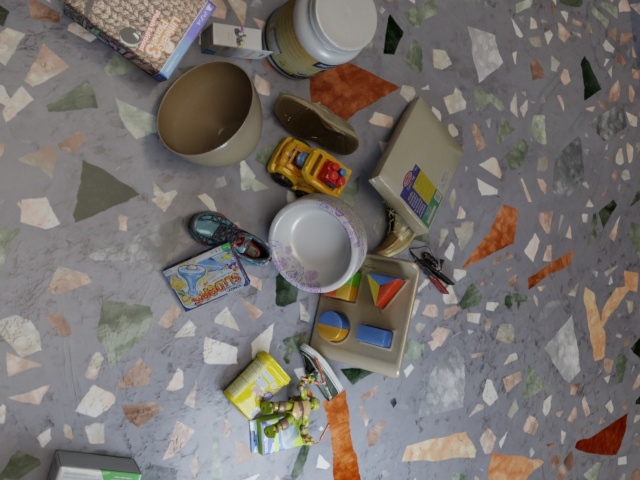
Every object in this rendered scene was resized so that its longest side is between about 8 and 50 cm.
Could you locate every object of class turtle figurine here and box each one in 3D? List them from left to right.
[{"bbox_3d":[-0.076,0.496,1.771,0.217,0.087,0.270,-4,98,-41],"label":"turtle figurine"}]

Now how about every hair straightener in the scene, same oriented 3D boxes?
[{"bbox_3d":[0.399,0.092,2.095,0.230,0.047,0.089,42,72,-19],"label":"hair straightener"}]

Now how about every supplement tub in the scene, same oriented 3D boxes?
[{"bbox_3d":[-0.006,-0.599,1.677,0.228,0.316,0.229,-1,93,-29],"label":"supplement tub"}]

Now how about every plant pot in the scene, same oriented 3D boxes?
[{"bbox_3d":[-0.270,-0.312,1.597,0.284,0.284,0.191,-65,154,-11],"label":"plant pot"}]

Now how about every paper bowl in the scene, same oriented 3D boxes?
[{"bbox_3d":[0.000,0.000,1.747,0.148,0.284,0.284,-35,112,-62],"label":"paper bowl"}]

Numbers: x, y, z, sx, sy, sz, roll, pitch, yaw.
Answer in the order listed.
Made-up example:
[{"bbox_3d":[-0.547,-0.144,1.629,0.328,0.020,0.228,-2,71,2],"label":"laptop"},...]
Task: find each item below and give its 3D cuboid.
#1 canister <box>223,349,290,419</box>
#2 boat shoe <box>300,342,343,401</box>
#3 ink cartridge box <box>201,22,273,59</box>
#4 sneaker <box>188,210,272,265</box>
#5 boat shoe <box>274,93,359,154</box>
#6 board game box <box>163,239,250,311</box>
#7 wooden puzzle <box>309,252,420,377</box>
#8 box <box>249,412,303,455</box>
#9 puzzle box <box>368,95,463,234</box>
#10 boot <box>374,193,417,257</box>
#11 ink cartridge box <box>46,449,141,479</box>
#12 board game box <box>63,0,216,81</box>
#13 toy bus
[{"bbox_3d":[-0.190,0.432,1.755,0.170,0.073,0.126,-44,112,-19],"label":"canister"},{"bbox_3d":[-0.008,0.418,1.854,0.070,0.077,0.219,-43,113,-22],"label":"boat shoe"},{"bbox_3d":[-0.236,-0.562,1.671,0.181,0.104,0.062,-2,94,-30],"label":"ink cartridge box"},{"bbox_3d":[-0.245,-0.010,1.676,0.261,0.125,0.104,27,78,-28],"label":"sneaker"},{"bbox_3d":[-0.012,-0.370,1.817,0.302,0.109,0.098,24,41,-27],"label":"boat shoe"},{"bbox_3d":[-0.314,0.099,1.636,0.201,0.035,0.136,-24,106,7],"label":"board game box"},{"bbox_3d":[0.118,0.211,1.782,0.080,0.322,0.348,12,88,-56],"label":"wooden puzzle"},{"bbox_3d":[-0.127,0.589,1.814,0.178,0.042,0.109,-5,94,-30],"label":"box"},{"bbox_3d":[0.328,-0.254,1.967,0.272,0.052,0.409,46,54,-23],"label":"puzzle box"},{"bbox_3d":[0.244,-0.077,1.964,0.262,0.095,0.204,-39,110,-24],"label":"boot"},{"bbox_3d":[-0.607,0.708,1.503,0.211,0.121,0.289,18,84,-28],"label":"ink cartridge box"},{"bbox_3d":[-0.459,-0.588,1.502,0.291,0.141,0.232,33,87,-26],"label":"board game box"},{"bbox_3d":[-0.018,-0.208,1.749,0.220,0.211,0.150,34,77,-24],"label":"toy bus"}]
